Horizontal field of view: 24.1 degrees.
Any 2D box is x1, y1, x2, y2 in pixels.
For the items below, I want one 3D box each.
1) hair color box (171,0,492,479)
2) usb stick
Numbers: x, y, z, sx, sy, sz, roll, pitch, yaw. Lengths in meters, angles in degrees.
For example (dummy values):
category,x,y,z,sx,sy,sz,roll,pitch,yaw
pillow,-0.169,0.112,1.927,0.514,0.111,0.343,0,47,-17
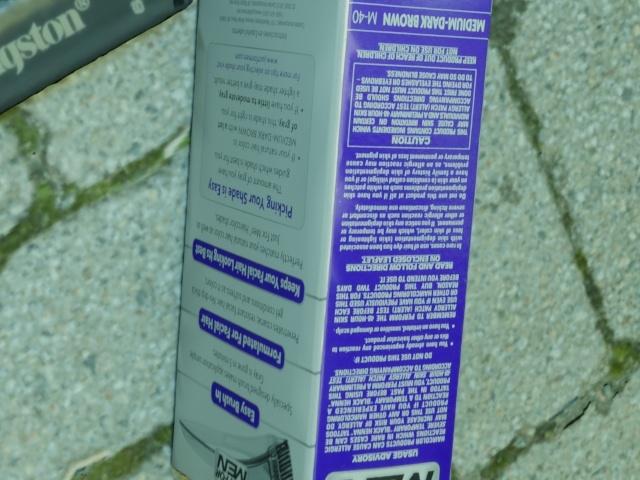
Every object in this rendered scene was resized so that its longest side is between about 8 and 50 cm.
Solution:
category,x,y,z,sx,sy,sz,roll,pitch,yaw
hair color box,0.000,0.000,0.911,0.110,0.185,0.339,1,100,-30
usb stick,-0.193,-0.110,0.865,0.278,0.045,0.077,-33,113,-20
